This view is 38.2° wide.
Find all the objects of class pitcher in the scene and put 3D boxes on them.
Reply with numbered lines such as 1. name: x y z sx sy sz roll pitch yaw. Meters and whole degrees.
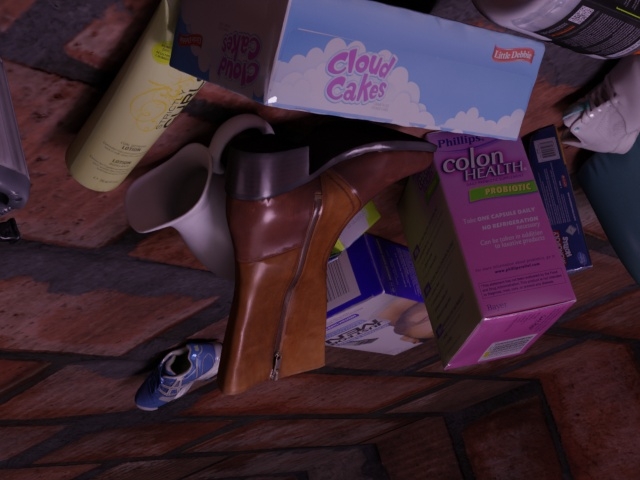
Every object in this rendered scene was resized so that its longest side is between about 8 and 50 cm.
1. pitcher: -0.085 -0.042 1.026 0.178 0.125 0.207 -40 142 14

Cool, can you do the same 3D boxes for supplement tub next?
1. supplement tub: 0.222 -0.220 0.780 0.190 0.116 0.117 5 150 -42

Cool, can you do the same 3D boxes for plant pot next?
1. plant pot: 0.532 -0.032 1.255 0.293 0.235 0.293 -15 163 -5

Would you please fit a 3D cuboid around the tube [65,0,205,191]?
1. tube: -0.153 -0.131 0.823 0.240 0.062 0.070 -41 -172 39

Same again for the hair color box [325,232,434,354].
1. hair color box: 0.097 0.098 1.500 0.185 0.110 0.339 -28 157 27

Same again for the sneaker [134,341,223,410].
1. sneaker: -0.264 0.234 1.638 0.211 0.080 0.081 -37 145 24

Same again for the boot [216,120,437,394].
1. boot: 0.011 0.020 1.005 0.264 0.096 0.280 -17 119 -41

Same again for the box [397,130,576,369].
1. box: 0.198 0.011 1.162 0.117 0.242 0.213 -11 158 -9

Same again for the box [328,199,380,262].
1. box: 0.000 0.000 1.168 0.109 0.042 0.178 -27 -175 25

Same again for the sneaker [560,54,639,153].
1. sneaker: 0.335 -0.156 1.090 0.094 0.080 0.212 -1 159 3

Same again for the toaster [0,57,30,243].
1. toaster: -0.314 -0.088 0.687 0.129 0.146 0.227 -27 156 28

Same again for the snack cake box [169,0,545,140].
1. snack cake box: 0.033 -0.151 0.751 0.265 0.152 0.089 2 109 -37

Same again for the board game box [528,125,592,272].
1. board game box: 0.305 -0.023 1.231 0.060 0.194 0.194 -11 159 8
